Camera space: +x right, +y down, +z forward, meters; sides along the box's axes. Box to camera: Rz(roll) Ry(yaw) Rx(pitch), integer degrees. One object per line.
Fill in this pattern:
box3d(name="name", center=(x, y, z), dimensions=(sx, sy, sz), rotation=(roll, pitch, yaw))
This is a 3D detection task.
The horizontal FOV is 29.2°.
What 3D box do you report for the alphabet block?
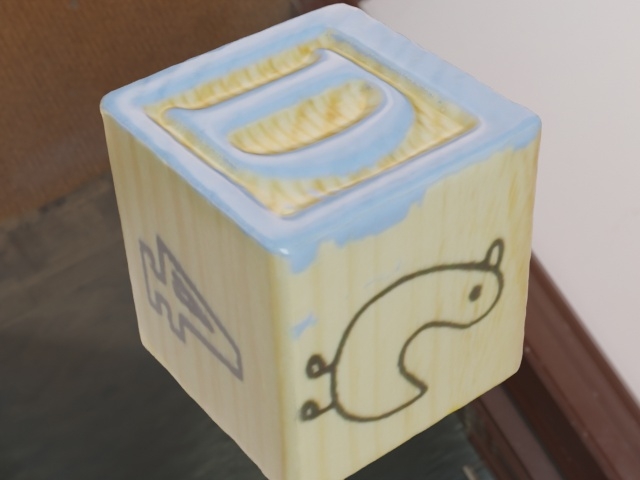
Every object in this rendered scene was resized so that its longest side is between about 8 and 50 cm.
box3d(name="alphabet block", center=(0.000, 0.000, 0.753), dimensions=(0.192, 0.193, 0.197), rotation=(-26, 135, -25))
